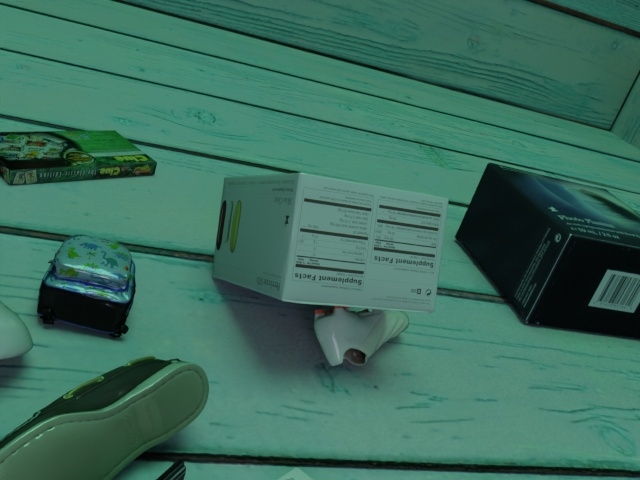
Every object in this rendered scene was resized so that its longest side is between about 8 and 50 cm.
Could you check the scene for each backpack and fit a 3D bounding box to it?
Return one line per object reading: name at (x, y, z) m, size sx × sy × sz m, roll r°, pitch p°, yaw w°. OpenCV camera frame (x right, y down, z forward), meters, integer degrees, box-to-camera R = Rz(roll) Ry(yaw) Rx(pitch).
backpack at (-0.265, 0.043, 0.850) m, size 0.105 × 0.084 × 0.114 m, roll 15°, pitch 22°, yaw -16°

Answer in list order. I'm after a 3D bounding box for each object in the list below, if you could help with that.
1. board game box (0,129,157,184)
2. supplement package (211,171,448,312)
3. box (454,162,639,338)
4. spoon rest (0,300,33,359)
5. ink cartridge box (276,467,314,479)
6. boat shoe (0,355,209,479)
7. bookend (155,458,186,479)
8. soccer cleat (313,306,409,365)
board game box at (-0.412, -0.140, 1.192) m, size 0.136 × 0.030 × 0.260 m, roll 34°, pitch 28°, yaw 33°
supplement package at (0.000, 0.000, 0.945) m, size 0.204 × 0.145 × 0.262 m, roll 7°, pitch 0°, yaw -26°
box at (0.454, 0.013, 1.331) m, size 0.296 × 0.182 × 0.294 m, roll 9°, pitch 25°, yaw -22°
spoon rest at (-0.379, 0.082, 0.646) m, size 0.137 × 0.084 × 0.276 m, roll 14°, pitch -3°, yaw 24°
ink cartridge box at (-0.009, 0.251, 0.670) m, size 0.083 × 0.028 × 0.048 m, roll 33°, pitch 28°, yaw 27°
boat shoe at (-0.205, 0.168, 0.647) m, size 0.069 × 0.081 × 0.228 m, roll 7°, pitch 20°, yaw 41°
bookend at (-0.094, 0.264, 0.528) m, size 0.157 × 0.072 × 0.156 m, roll 28°, pitch 25°, yaw 17°
soccer cleat at (0.057, 0.124, 0.956) m, size 0.196 × 0.068 × 0.076 m, roll 7°, pitch 68°, yaw -54°
